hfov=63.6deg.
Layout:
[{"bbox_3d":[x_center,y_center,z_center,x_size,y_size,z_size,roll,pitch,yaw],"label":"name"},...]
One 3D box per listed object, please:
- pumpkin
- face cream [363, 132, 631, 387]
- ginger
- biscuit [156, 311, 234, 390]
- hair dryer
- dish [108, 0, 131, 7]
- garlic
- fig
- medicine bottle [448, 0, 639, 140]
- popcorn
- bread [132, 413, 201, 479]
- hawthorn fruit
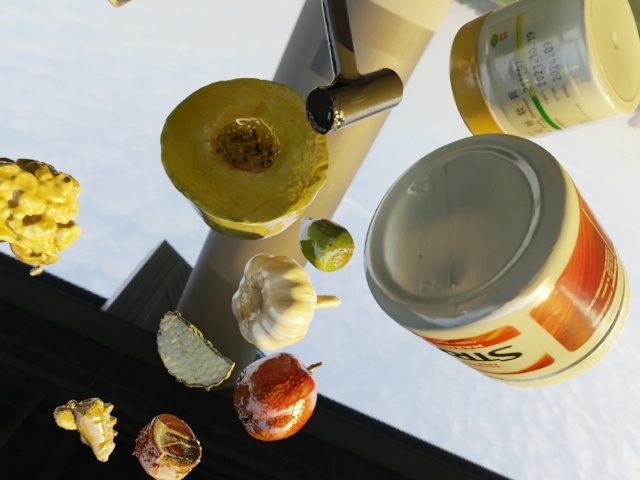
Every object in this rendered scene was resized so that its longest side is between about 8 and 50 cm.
[{"bbox_3d":[-0.149,-0.146,1.077,0.333,0.199,0.332,3,-116,-6],"label":"pumpkin"},{"bbox_3d":[0.171,0.024,0.509,0.187,0.201,0.201,35,-159,-39],"label":"face cream"},{"bbox_3d":[-0.590,0.480,1.352,0.081,0.205,0.115,8,-134,45],"label":"ginger"},{"bbox_3d":[-0.410,0.358,1.606,0.273,0.187,0.036,43,-162,4],"label":"biscuit"},{"bbox_3d":[0.052,-0.348,0.977,0.197,0.251,0.089,-26,-158,-32],"label":"hair dryer"},{"bbox_3d":[-0.448,-0.621,1.153,0.213,0.077,0.151,4,158,39],"label":"dish"},{"bbox_3d":[-0.056,0.124,1.071,0.226,0.199,0.199,5,-143,-40],"label":"garlic"},{"bbox_3d":[0.002,0.005,1.718,0.234,0.167,0.167,31,-151,15],"label":"fig"},{"bbox_3d":[0.376,-0.292,0.867,0.238,0.232,0.237,5,-98,-40],"label":"medicine bottle"},{"bbox_3d":[-0.455,-0.061,0.782,0.194,0.140,0.163,33,-112,-5],"label":"popcorn"},{"bbox_3d":[-0.375,0.509,1.267,0.160,0.073,0.160,44,-167,-13],"label":"bread"},{"bbox_3d":[-0.095,0.384,1.317,0.253,0.205,0.205,-24,-124,-31],"label":"hawthorn fruit"}]
